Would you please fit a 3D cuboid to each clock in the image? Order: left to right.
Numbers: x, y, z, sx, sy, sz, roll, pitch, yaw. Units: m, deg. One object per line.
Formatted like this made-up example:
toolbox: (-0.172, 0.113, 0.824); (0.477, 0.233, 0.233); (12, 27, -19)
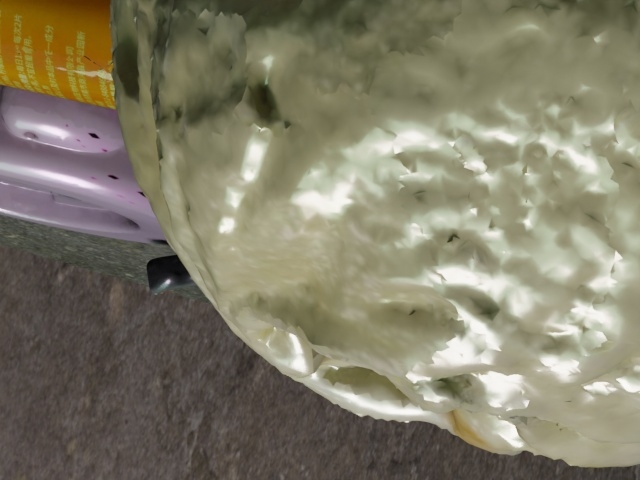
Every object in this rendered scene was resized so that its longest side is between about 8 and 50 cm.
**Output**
clock: (-0.215, -0.081, 1.076); (0.322, 0.113, 0.295); (14, 171, -6)

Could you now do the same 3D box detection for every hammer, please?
hammer: (0.000, 0.001, 1.116); (0.287, 0.033, 0.111); (-12, 174, 0)

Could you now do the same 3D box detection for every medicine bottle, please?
medicine bottle: (-0.143, -0.126, 0.745); (0.191, 0.096, 0.096); (14, 171, 9)

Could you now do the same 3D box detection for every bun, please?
bun: (0.085, -0.030, 0.555); (0.352, 0.227, 0.349); (20, 170, -20)
